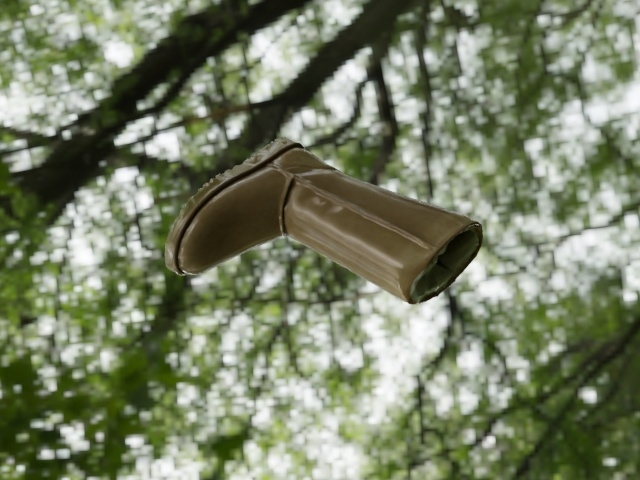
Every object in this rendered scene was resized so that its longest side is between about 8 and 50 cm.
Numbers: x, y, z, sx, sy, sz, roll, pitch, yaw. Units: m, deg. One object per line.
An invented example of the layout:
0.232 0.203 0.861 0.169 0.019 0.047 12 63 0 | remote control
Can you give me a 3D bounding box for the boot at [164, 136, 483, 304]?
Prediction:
0.000 0.000 1.696 0.236 0.269 0.089 -44 -35 -28 | boot
